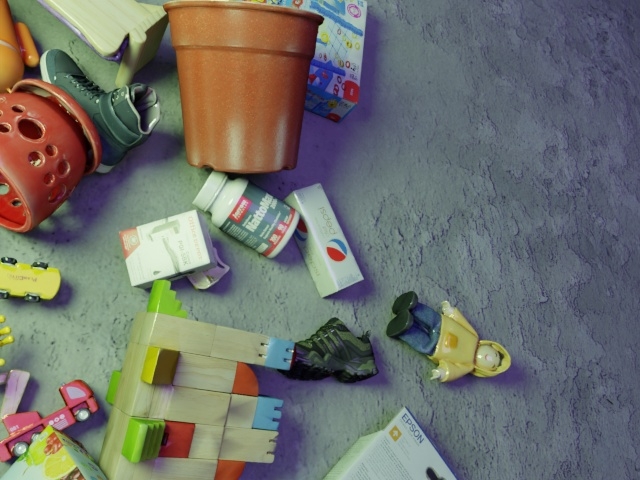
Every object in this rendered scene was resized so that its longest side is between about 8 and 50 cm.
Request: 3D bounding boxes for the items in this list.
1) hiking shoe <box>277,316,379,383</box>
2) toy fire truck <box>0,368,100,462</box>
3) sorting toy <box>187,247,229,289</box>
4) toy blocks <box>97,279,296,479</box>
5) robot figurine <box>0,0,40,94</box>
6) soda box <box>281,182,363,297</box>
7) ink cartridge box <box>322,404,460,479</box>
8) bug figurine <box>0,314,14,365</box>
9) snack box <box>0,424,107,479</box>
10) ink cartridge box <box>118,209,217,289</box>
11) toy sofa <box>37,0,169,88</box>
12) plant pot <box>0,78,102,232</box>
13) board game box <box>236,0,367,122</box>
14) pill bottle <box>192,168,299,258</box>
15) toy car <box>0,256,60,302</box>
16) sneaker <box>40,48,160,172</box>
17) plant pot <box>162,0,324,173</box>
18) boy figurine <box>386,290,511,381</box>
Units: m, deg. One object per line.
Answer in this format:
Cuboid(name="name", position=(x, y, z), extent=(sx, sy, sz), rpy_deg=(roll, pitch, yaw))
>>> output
Cuboid(name="hiking shoe", position=(0.003, 0.202, 1.010), extent=(0.227, 0.086, 0.114), rpy_deg=(16, 52, -29))
Cuboid(name="toy fire truck", position=(-0.435, 0.236, 0.765), extent=(0.192, 0.047, 0.135), rpy_deg=(-27, 87, -33))
Cuboid(name="sorting toy", position=(-0.205, 0.045, 0.965), extent=(0.075, 0.045, 0.083), rpy_deg=(-28, 78, -45))
Cuboid(name="toy blocks", position=(-0.180, 0.278, 0.830), extent=(0.261, 0.191, 0.380), rpy_deg=(19, 74, -32))
Cuboid(name="robot figurine", position=(-0.554, -0.322, 0.849), extent=(0.128, 0.158, 0.219), rpy_deg=(-20, 81, 5))
Cuboid(name="soda box", position=(0.000, 0.000, 1.071), extent=(0.069, 0.074, 0.216), rpy_deg=(-20, 84, -33))
Cuboid(name="ink cartridge box", position=(0.133, 0.533, 0.962), extent=(0.330, 0.071, 0.324), rpy_deg=(-35, 91, -36))
Cuboid(name="bug figurine", position=(-0.556, 0.138, 0.664), extent=(0.279, 0.072, 0.216), rpy_deg=(-27, 96, -23))
Cuboid(name="snack box", position=(-0.347, 0.356, 0.658), extent=(0.174, 0.207, 0.070), rpy_deg=(-51, 127, -20))
Cuboid(name="ink cartridge box", position=(-0.255, 0.015, 0.902), extent=(0.136, 0.056, 0.099), rpy_deg=(-17, 80, -2))
Cuboid(name="toy sofa", position=(-0.460, -0.431, 0.923), extent=(0.363, 0.150, 0.177), rpy_deg=(38, 56, -13))
Cuboid(name="plant pot", position=(-0.448, -0.133, 0.810), extent=(0.191, 0.191, 0.174), rpy_deg=(43, 48, -9))
Cuboid(name="board game box", position=(-0.053, -0.460, 1.196), extent=(0.302, 0.086, 0.307), rpy_deg=(16, 66, -24))
Cuboid(name="pill bottle", position=(-0.140, -0.054, 0.994), extent=(0.180, 0.108, 0.107), rpy_deg=(32, 61, -15))
Cuboid(name="toy car", position=(-0.537, 0.060, 0.765), extent=(0.239, 0.053, 0.225), rpy_deg=(45, 60, -13))
Cuboid(name="sneaker", position=(-0.364, -0.250, 0.899), extent=(0.226, 0.164, 0.086), rpy_deg=(62, 29, -2))
Cuboid(name="plant pot", position=(-0.137, -0.263, 0.951), extent=(0.273, 0.272, 0.264), rpy_deg=(-5, 107, -30))
Cuboid(name="boy figurine", position=(0.276, 0.224, 1.137), extent=(0.285, 0.092, 0.177), rpy_deg=(31, 58, -13))
